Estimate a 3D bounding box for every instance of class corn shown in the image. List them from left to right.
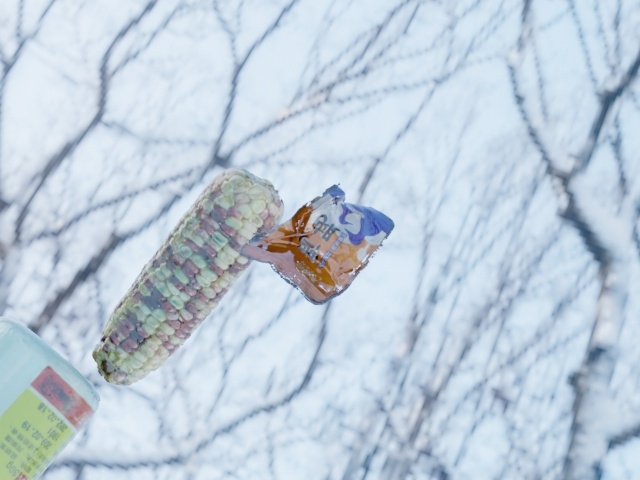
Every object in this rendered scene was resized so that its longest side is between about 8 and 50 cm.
[{"bbox_3d":[-0.131,0.038,1.912,0.086,0.086,0.253,36,-82,-11],"label":"corn"}]

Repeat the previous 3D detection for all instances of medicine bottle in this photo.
[{"bbox_3d":[-0.335,0.195,1.901,0.139,0.225,0.139,40,-12,10],"label":"medicine bottle"}]

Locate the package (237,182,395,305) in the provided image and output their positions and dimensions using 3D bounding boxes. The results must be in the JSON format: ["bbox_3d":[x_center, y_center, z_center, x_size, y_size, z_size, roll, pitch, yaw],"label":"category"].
[{"bbox_3d":[0.000,0.001,1.376,0.077,0.111,0.033,42,-36,7],"label":"package"}]
